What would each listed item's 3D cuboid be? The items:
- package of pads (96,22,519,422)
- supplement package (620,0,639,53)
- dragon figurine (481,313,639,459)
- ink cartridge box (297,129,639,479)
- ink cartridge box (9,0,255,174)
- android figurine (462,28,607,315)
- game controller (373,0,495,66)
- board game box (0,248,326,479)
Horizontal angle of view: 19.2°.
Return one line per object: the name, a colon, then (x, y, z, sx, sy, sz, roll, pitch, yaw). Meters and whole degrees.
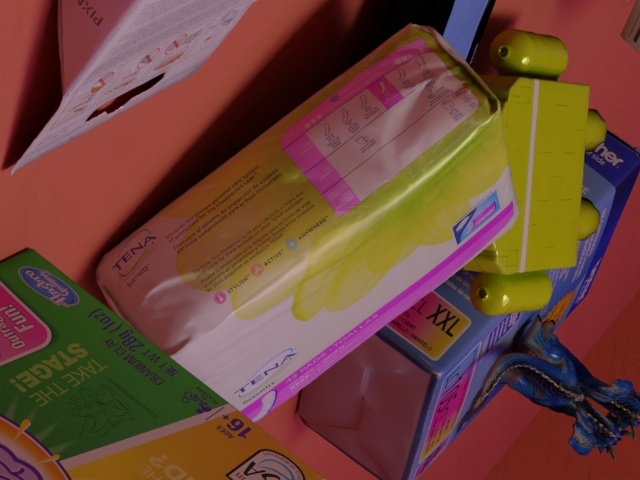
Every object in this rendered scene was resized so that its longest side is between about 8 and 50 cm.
package of pads: (0.000, 0.000, 1.338, 0.296, 0.101, 0.229, -38, 158, -5)
supplement package: (0.407, -0.255, 1.626, 0.204, 0.145, 0.262, -39, 164, -24)
dragon figurine: (0.246, 0.149, 1.826, 0.085, 0.144, 0.289, -54, 164, 6)
ink cartridge box: (0.165, 0.029, 1.886, 0.395, 0.151, 0.270, -46, 163, -28)
ink cartridge box: (-0.082, -0.146, 1.051, 0.181, 0.056, 0.225, -35, 175, -47)
android figurine: (0.173, -0.057, 1.634, 0.273, 0.056, 0.248, -6, 101, -58)
game controller: (0.095, -0.163, 1.430, 0.166, 0.067, 0.319, -40, 160, -36)
board game box: (-0.179, 0.143, 1.013, 0.316, 0.242, 0.064, -31, 152, -52)
